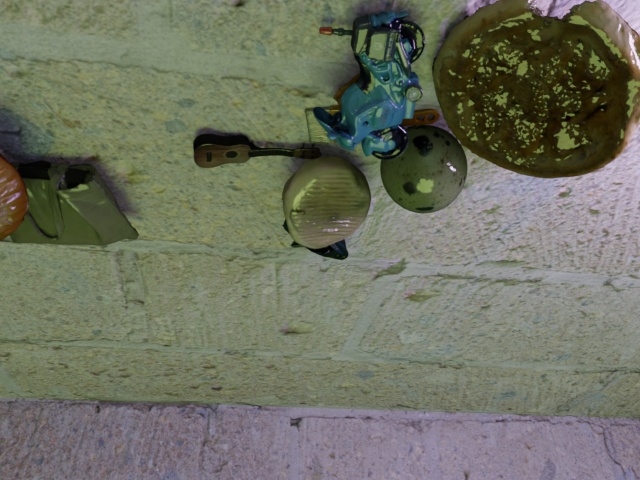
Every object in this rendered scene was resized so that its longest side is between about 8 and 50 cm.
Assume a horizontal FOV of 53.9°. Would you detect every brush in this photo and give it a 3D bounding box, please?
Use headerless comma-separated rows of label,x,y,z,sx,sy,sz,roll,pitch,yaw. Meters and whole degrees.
brush,0.107,-0.244,1.291,0.272,0.013,0.103,-4,148,3

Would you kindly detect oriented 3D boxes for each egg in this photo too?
egg,0.215,-0.140,1.308,0.177,0.177,0.228,-7,160,8

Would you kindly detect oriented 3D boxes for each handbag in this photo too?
handbag,-0.606,-0.075,1.439,0.316,0.109,0.253,2,143,5

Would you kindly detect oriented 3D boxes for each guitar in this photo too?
guitar,-0.132,-0.193,1.337,0.271,0.038,0.084,-2,153,-9

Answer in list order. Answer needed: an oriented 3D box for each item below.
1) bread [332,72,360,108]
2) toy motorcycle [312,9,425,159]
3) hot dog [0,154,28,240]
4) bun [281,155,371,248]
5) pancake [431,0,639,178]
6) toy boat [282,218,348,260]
bread,0.092,-0.284,1.189,0.074,0.053,0.132,27,135,-37
toy motorcycle,0.081,-0.265,1.100,0.182,0.123,0.272,1,124,-7
hot dog,-0.769,-0.128,1.236,0.365,0.196,0.367,-16,125,38
bun,0.007,-0.093,1.404,0.210,0.116,0.237,-14,136,-20
pancake,0.376,-0.263,1.107,0.382,0.071,0.382,17,143,13
toy boat,0.000,0.000,1.590,0.093,0.103,0.246,-6,153,30
